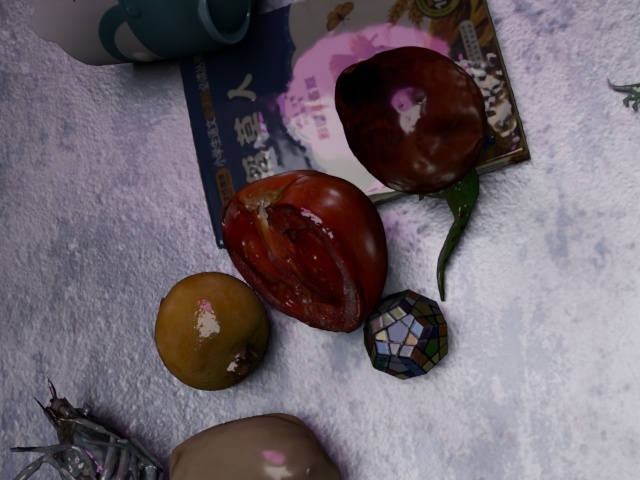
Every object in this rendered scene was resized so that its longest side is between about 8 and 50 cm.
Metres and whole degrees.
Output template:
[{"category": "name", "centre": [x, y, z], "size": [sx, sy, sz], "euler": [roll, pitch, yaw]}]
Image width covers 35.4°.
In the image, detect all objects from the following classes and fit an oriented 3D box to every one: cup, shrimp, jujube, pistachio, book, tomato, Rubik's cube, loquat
[{"category": "cup", "centre": [-0.222, -0.378, 1.316], "size": [0.257, 0.219, 0.290], "euler": [1, 83, 27]}, {"category": "shrimp", "centre": [-0.248, 0.350, 1.268], "size": [0.410, 0.166, 0.221], "euler": [42, 116, 5]}, {"category": "jujube", "centre": [0.093, -0.147, 1.177], "size": [0.168, 0.168, 0.236], "euler": [-56, 35, 2]}, {"category": "pistachio", "centre": [-0.080, 0.285, 1.232], "size": [0.223, 0.126, 0.152], "euler": [2, 58, 25]}, {"category": "book", "centre": [0.030, -0.185, 1.323], "size": [0.427, 0.039, 0.300], "euler": [-17, 77, 14]}, {"category": "tomato", "centre": [0.000, 0.000, 1.228], "size": [0.233, 0.200, 0.139], "euler": [12, 44, 47]}, {"category": "Rubik's cube", "centre": [0.103, 0.114, 1.221], "size": [0.111, 0.111, 0.093], "euler": [-34, 99, 10]}, {"category": "loquat", "centre": [-0.137, 0.116, 1.273], "size": [0.163, 0.137, 0.163], "euler": [-6, 74, 21]}]

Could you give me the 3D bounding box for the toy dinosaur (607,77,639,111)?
[{"category": "toy dinosaur", "centre": [0.397, -0.184, 1.218], "size": [0.062, 0.021, 0.083], "euler": [-38, 76, 1]}]

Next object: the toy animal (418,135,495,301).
[{"category": "toy animal", "centre": [0.149, -0.035, 1.237], "size": [0.075, 0.041, 0.217], "euler": [18, 102, 8]}]
